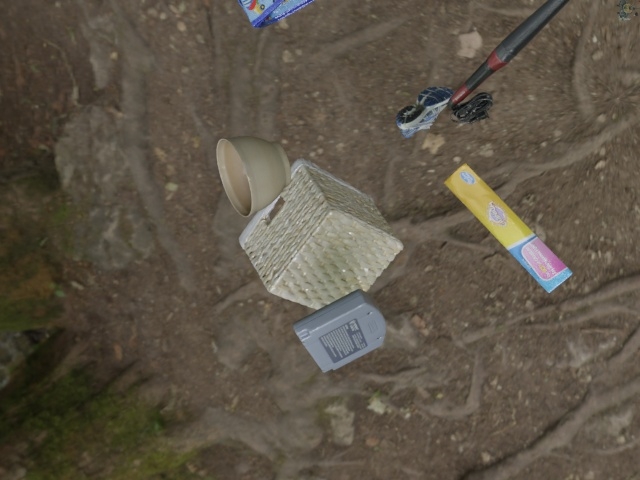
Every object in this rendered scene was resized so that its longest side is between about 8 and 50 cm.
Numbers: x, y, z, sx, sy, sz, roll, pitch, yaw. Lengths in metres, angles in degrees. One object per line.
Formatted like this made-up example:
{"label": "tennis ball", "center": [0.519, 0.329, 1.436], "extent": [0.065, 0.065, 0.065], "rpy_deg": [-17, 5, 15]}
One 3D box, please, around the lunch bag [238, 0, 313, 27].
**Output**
{"label": "lunch bag", "center": [-0.082, -0.603, 1.329], "extent": [0.293, 0.138, 0.221], "rpy_deg": [-30, 82, 17]}

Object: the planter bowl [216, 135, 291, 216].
{"label": "planter bowl", "center": [-0.127, -0.140, 1.269], "extent": [0.162, 0.109, 0.162], "rpy_deg": [45, 146, 42]}

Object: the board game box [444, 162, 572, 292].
{"label": "board game box", "center": [0.417, -0.031, 1.412], "extent": [0.064, 0.242, 0.316], "rpy_deg": [-44, 79, 13]}

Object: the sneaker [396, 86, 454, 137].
{"label": "sneaker", "center": [0.199, -0.244, 1.201], "extent": [0.052, 0.135, 0.058], "rpy_deg": [46, 163, 35]}

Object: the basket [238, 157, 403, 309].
{"label": "basket", "center": [0.000, 0.000, 1.833], "extent": [0.328, 0.331, 0.266], "rpy_deg": [-52, 40, 16]}

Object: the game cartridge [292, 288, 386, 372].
{"label": "game cartridge", "center": [0.058, 0.218, 1.507], "extent": [0.198, 0.297, 0.062], "rpy_deg": [-31, 60, -4]}

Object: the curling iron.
{"label": "curling iron", "center": [0.276, -0.268, 0.918], "extent": [0.068, 0.035, 0.274], "rpy_deg": [11, 144, -19]}

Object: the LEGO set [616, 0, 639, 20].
{"label": "LEGO set", "center": [0.616, -0.471, 1.259], "extent": [0.083, 0.023, 0.054], "rpy_deg": [-36, 100, -12]}
